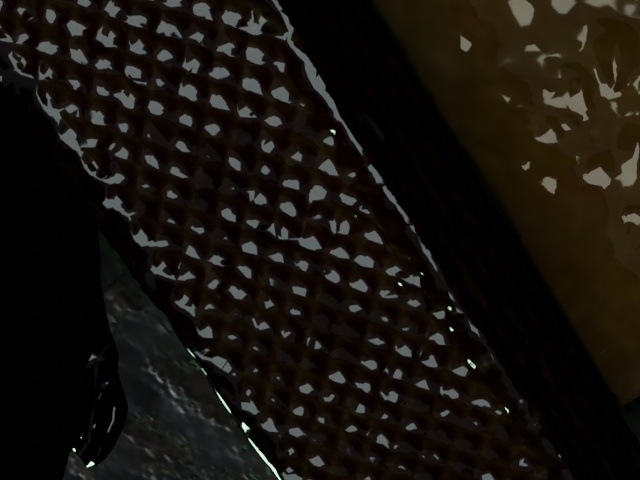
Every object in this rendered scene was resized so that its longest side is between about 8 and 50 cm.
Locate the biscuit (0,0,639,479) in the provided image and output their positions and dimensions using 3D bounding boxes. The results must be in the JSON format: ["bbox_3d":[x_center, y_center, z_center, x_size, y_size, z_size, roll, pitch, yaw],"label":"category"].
[{"bbox_3d":[0.000,0.000,0.525,0.107,0.073,0.388,-25,109,28],"label":"biscuit"}]

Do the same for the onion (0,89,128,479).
[{"bbox_3d":[-0.189,0.025,0.560,0.221,0.281,0.281,4,129,-29],"label":"onion"}]

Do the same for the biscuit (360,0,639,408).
[{"bbox_3d":[0.030,-0.097,0.534,0.312,0.057,0.351,6,121,18],"label":"biscuit"}]
